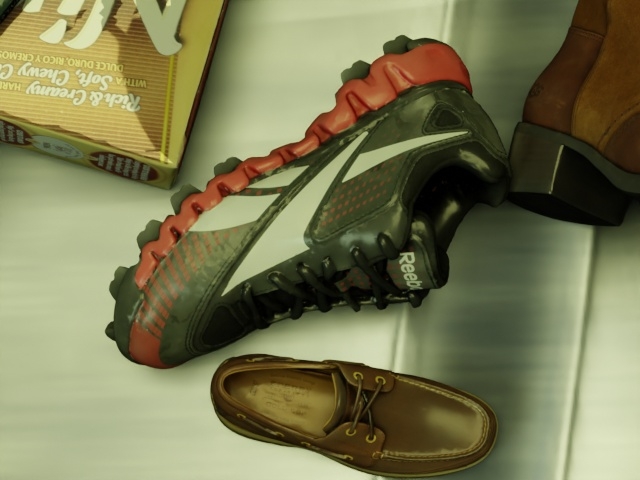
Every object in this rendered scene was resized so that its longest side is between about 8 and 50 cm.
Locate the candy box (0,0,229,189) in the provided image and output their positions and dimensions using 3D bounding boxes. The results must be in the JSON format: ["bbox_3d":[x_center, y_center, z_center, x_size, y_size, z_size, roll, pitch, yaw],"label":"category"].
[{"bbox_3d":[-0.216,-0.165,1.148,0.316,0.087,0.183,16,80,-6],"label":"candy box"}]

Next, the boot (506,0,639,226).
[{"bbox_3d":[0.238,-0.142,1.077,0.096,0.264,0.280,22,82,-28],"label":"boot"}]

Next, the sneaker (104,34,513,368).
[{"bbox_3d":[0.000,0.000,1.114,0.276,0.097,0.135,-37,60,-4],"label":"sneaker"}]

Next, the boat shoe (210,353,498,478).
[{"bbox_3d":[0.018,0.105,1.121,0.178,0.060,0.064,10,80,6],"label":"boat shoe"}]

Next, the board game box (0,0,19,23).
[{"bbox_3d":[-0.270,-0.124,1.077,0.126,0.026,0.186,38,82,-3],"label":"board game box"}]
